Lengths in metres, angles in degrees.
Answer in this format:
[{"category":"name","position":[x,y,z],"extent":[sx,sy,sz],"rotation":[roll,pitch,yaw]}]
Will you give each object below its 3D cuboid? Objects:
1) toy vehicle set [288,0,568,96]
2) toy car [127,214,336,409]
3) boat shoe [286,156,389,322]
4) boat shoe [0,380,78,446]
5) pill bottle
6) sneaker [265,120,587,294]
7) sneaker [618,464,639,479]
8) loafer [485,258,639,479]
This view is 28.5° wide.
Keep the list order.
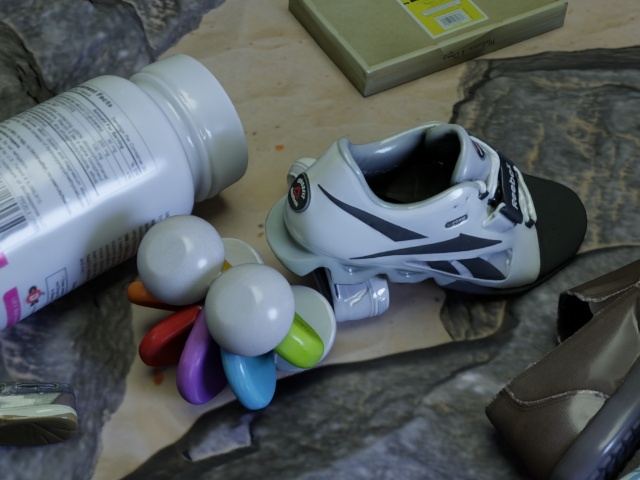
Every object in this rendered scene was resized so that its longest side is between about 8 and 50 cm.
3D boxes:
[{"category":"toy vehicle set","position":[0.120,-0.263,1.412],"extent":[0.267,0.035,0.166],"rotation":[-22,54,-21]},{"category":"toy car","position":[-0.086,0.070,1.062],"extent":[0.182,0.159,0.136],"rotation":[34,90,22]},{"category":"boat shoe","position":[0.000,0.000,1.169],"extent":[0.063,0.066,0.184],"rotation":[-16,62,-18]},{"category":"boat shoe","position":[-0.276,0.140,1.036],"extent":[0.152,0.056,0.049],"rotation":[4,44,-13]},{"category":"pill bottle","position":[-0.215,-0.050,1.127],"extent":[0.283,0.160,0.160],"rotation":[-31,58,-27]},{"category":"sneaker","position":[0.128,-0.035,1.113],"extent":[0.331,0.146,0.122],"rotation":[-3,55,-32]},{"category":"sneaker","position":[0.310,0.185,1.026],"extent":[0.237,0.085,0.086],"rotation":[-23,28,-17]},{"category":"loafer","position":[0.270,0.062,1.081],"extent":[0.130,0.133,0.366],"rotation":[33,55,22]}]
